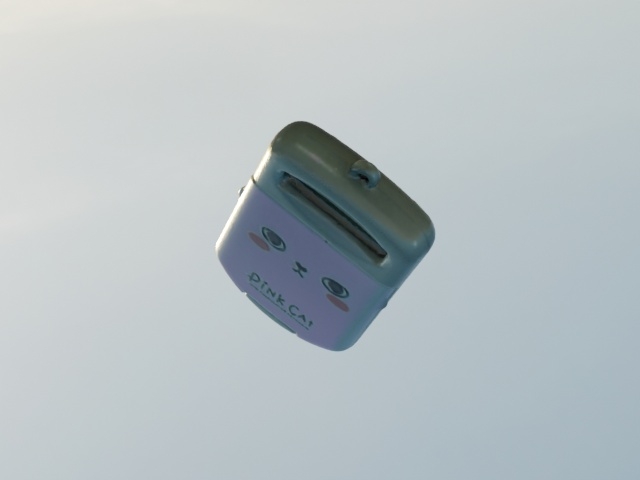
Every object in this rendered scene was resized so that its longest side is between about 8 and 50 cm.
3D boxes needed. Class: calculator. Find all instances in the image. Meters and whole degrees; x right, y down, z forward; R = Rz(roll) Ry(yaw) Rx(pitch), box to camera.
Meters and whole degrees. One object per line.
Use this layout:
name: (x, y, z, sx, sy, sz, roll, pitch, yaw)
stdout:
calculator: (0.000, 0.000, 1.307, 0.045, 0.141, 0.246, -50, 177, -30)
